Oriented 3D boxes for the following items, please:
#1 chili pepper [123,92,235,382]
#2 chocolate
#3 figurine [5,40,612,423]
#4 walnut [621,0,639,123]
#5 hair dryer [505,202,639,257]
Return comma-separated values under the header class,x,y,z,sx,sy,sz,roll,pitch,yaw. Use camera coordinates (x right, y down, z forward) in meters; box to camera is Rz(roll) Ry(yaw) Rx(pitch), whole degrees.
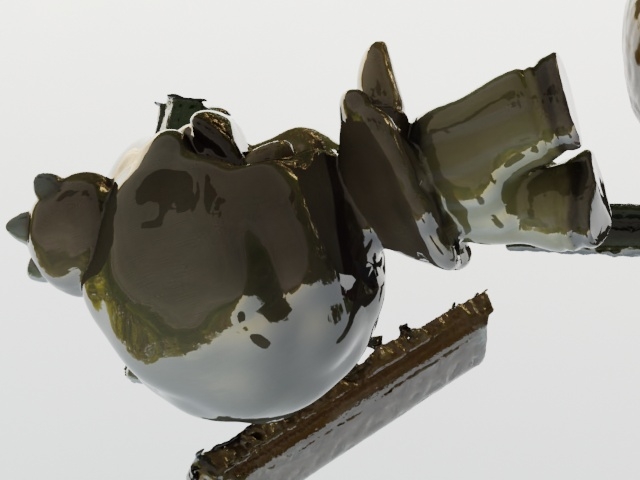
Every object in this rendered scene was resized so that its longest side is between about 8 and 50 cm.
class,x,y,z,sx,sy,sz,roll,pitch,yaw
chili pepper,-0.122,0.002,1.069,0.088,0.059,0.227,-179,-78,-70
chocolate,0.024,0.140,1.138,0.329,0.102,0.065,-30,-113,-31
figurine,0.001,-0.001,0.916,0.380,0.248,0.203,-20,-131,14
walnut,0.287,-0.133,0.921,0.167,0.207,0.167,-8,-132,10
hair dryer,0.317,0.037,1.319,0.302,0.116,0.244,2,-107,17
